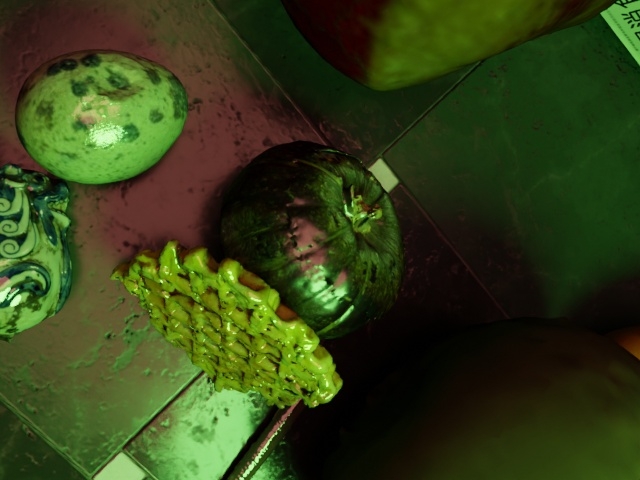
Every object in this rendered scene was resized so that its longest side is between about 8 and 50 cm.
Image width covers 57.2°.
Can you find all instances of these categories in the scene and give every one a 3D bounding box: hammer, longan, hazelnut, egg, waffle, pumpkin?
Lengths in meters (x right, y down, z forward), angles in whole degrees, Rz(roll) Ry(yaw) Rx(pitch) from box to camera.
[{"bbox_3d":[-0.084,0.279,0.749,0.125,0.027,0.297,40,80,-14],"label":"hammer"},{"bbox_3d":[0.191,0.299,0.639,0.404,0.404,0.436,24,54,-16],"label":"longan"},{"bbox_3d":[0.147,-0.362,0.617,0.429,0.402,0.402,-16,96,-4],"label":"hazelnut"},{"bbox_3d":[-0.229,-0.134,0.633,0.181,0.141,0.141,-22,98,-27],"label":"egg"},{"bbox_3d":[-0.102,0.095,0.627,0.245,0.254,0.052,52,54,-25],"label":"waffle"},{"bbox_3d":[0.001,-0.001,0.672,0.238,0.159,0.238,20,57,-34],"label":"pumpkin"}]

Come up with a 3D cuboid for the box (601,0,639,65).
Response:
[{"bbox_3d":[0.518,-0.354,0.817,0.333,0.173,0.145,36,81,-25],"label":"box"}]

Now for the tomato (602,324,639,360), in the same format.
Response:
[{"bbox_3d":[0.491,0.231,0.846,0.259,0.180,0.260,-1,93,-15],"label":"tomato"}]

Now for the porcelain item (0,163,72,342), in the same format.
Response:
[{"bbox_3d":[-0.402,0.005,0.589,0.288,0.138,0.186,6,79,-18],"label":"porcelain item"}]
